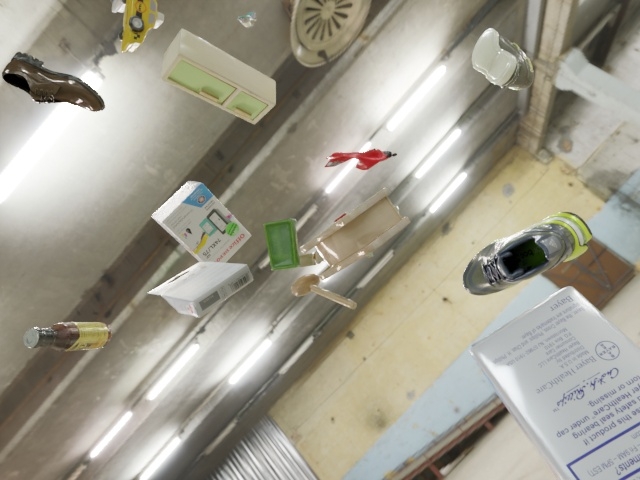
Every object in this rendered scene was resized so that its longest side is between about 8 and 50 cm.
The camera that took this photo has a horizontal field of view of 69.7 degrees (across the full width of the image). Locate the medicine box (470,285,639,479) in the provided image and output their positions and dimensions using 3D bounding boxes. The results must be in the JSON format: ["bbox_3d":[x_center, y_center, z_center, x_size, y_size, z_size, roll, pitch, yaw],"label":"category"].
[{"bbox_3d":[0.345,0.248,0.540,0.149,0.289,0.263,-34,-47,7],"label":"medicine box"}]

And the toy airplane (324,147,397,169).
[{"bbox_3d":[0.077,-0.164,0.905,0.151,0.151,0.028,-25,-66,-38],"label":"toy airplane"}]

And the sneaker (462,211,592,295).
[{"bbox_3d":[0.381,0.041,0.931,0.121,0.111,0.300,-19,-17,-31],"label":"sneaker"}]

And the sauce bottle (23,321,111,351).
[{"bbox_3d":[-0.358,0.137,0.655,0.042,0.042,0.128,-48,-20,6],"label":"sauce bottle"}]

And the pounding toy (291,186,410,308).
[{"bbox_3d":[0.068,0.027,0.881,0.269,0.154,0.154,-35,0,44],"label":"pounding toy"}]

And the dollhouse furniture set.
[{"bbox_3d":[0.000,0.000,1.474,0.302,0.151,0.197,-9,-4,14],"label":"dollhouse furniture set"}]

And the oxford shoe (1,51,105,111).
[{"bbox_3d":[-0.630,-0.350,1.088,0.083,0.227,0.096,122,166,-56],"label":"oxford shoe"}]

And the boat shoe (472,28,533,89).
[{"bbox_3d":[0.512,-0.510,1.302,0.091,0.305,0.109,16,-52,-12],"label":"boat shoe"}]

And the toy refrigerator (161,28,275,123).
[{"bbox_3d":[-0.251,-0.402,1.161,0.270,0.094,0.102,18,-33,-38],"label":"toy refrigerator"}]

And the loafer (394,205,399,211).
[{"bbox_3d":[0.174,-0.063,1.641,0.268,0.092,0.102,-37,-1,-28],"label":"loafer"}]

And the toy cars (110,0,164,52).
[{"bbox_3d":[-0.478,-0.637,1.201,0.087,0.393,0.176,6,-44,-38],"label":"toy cars"}]

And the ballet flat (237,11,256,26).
[{"bbox_3d":[-0.240,-0.730,1.525,0.114,0.041,0.041,-65,1,-54],"label":"ballet flat"}]

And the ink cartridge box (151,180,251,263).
[{"bbox_3d":[-0.438,-0.054,1.698,0.198,0.197,0.270,-48,-62,-14],"label":"ink cartridge box"}]

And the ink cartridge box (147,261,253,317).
[{"bbox_3d":[-0.250,0.096,0.949,0.145,0.179,0.045,-36,-67,-41],"label":"ink cartridge box"}]
